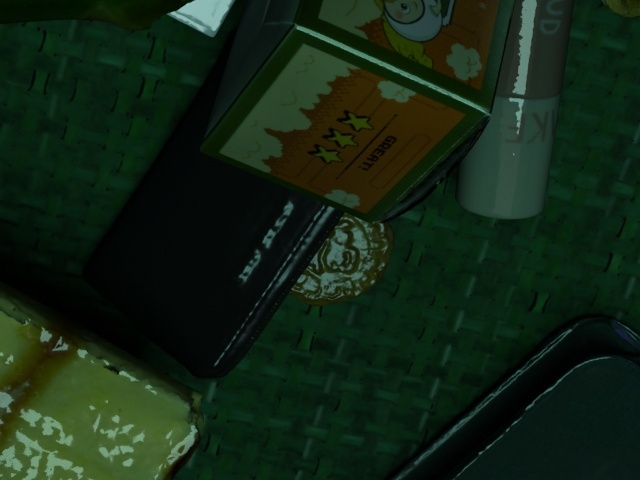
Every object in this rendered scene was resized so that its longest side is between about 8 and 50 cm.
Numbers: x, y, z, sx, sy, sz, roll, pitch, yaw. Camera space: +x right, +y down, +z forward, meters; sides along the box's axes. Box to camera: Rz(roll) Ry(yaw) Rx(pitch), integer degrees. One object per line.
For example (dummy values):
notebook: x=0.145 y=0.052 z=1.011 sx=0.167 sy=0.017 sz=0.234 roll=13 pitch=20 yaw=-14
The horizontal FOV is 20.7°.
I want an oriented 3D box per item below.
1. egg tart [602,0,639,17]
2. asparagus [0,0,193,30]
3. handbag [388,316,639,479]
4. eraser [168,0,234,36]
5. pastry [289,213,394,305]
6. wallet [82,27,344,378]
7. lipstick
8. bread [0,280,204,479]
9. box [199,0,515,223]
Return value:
egg tart: x=0.220 y=-0.211 z=1.251 sx=0.105 sy=0.039 sz=0.105 roll=-24 pitch=124 yaw=-41
asparagus: x=-0.209 y=-0.181 z=1.177 sx=0.343 sy=0.082 sz=0.085 roll=-5 pitch=147 yaw=24
handbag: x=0.186 y=0.235 z=1.430 sx=0.326 sy=0.089 sz=0.238 roll=-44 pitch=110 yaw=12
eraser: x=-0.034 y=-0.289 z=1.187 sx=0.076 sy=0.078 sz=0.298 roll=26 pitch=109 yaw=-15
pastry: x=0.000 y=0.000 z=1.330 sx=0.109 sy=0.057 sz=0.097 roll=-11 pitch=108 yaw=-3
wallet: x=-0.065 y=-0.026 z=1.288 sx=0.149 sy=0.044 sz=0.250 roll=40 pitch=108 yaw=14
lipstick: x=0.145 y=-0.144 z=1.270 sx=0.070 sy=0.070 sz=0.254 roll=3 pitch=113 yaw=-6
bread: x=-0.251 y=0.154 z=1.244 sx=0.263 sy=0.198 sz=0.236 roll=32 pitch=73 yaw=-17
box: x=0.035 y=-0.146 z=1.159 sx=0.148 sy=0.194 sz=0.177 roll=23 pitch=149 yaw=-14
